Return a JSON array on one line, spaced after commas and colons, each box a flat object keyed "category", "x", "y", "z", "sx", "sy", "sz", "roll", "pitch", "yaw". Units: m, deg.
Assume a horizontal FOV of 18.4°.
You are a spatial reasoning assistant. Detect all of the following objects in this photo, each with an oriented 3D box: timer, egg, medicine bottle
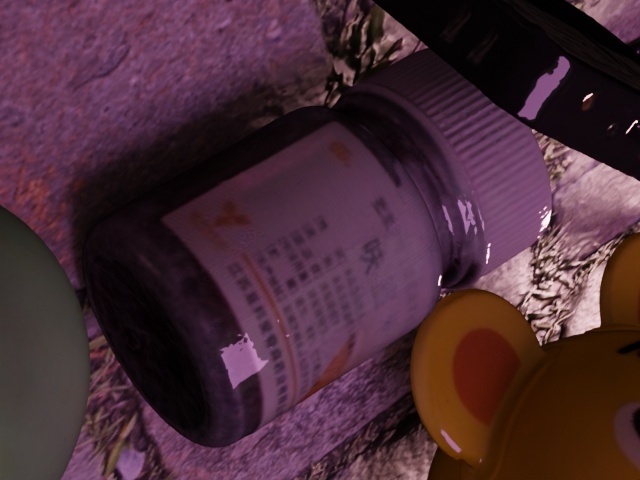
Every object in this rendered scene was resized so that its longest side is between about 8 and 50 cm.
[{"category": "timer", "x": 0.244, "y": 0.201, "z": 1.660, "sx": 0.376, "sy": 0.376, "sz": 0.387, "roll": -14, "pitch": 92, "yaw": -42}, {"category": "egg", "x": -0.246, "y": 0.086, "z": 1.010, "sx": 0.269, "sy": 0.220, "sz": 0.220, "roll": -33, "pitch": 146, "yaw": -11}, {"category": "medicine bottle", "x": 0.000, "y": 0.000, "z": 1.261, "sx": 0.273, "sy": 0.165, "sz": 0.165, "roll": -30, "pitch": 145, "yaw": -23}]

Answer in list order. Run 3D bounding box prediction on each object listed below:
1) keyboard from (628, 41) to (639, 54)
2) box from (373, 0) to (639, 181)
[{"category": "keyboard", "x": 0.303, "y": -0.161, "z": 1.589, "sx": 0.204, "sy": 0.013, "sz": 0.061, "roll": -27, "pitch": 144, "yaw": -29}, {"category": "box", "x": 0.149, "y": -0.115, "z": 1.270, "sx": 0.058, "sy": 0.211, "sz": 0.350, "roll": -53, "pitch": 147, "yaw": 13}]
